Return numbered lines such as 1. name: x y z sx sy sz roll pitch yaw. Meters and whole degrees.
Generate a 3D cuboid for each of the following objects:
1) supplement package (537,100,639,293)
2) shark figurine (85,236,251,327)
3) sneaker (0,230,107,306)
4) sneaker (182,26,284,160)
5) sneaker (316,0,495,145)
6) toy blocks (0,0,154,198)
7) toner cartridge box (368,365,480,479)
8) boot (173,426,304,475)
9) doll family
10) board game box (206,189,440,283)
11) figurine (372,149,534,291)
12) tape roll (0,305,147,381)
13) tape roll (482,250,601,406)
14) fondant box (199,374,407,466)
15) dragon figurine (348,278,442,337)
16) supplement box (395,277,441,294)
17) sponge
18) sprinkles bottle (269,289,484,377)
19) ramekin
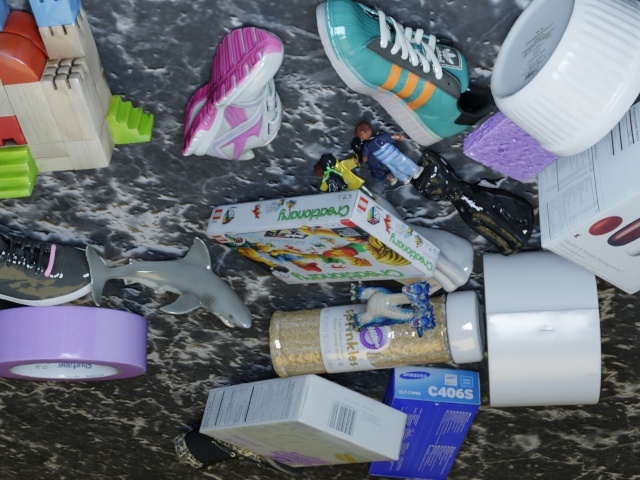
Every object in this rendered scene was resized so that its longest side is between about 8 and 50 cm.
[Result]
1. supplement package: 0.447 -0.055 1.728 0.194 0.149 0.203 25 140 -29
2. shark figurine: -0.237 0.045 1.965 0.278 0.166 0.116 15 112 -10
3. sneaker: -0.490 0.022 1.924 0.296 0.104 0.147 4 150 5
4. sneaker: -0.096 -0.189 1.622 0.111 0.103 0.252 13 150 -21
5. sneaker: 0.113 -0.228 1.547 0.121 0.108 0.302 -21 147 28
6. toy blocks: -0.433 -0.211 1.561 0.381 0.190 0.261 -5 133 8
7. toner cartridge box: 0.197 0.363 2.400 0.165 0.075 0.348 5 145 -5
8. boot: -0.166 0.428 2.509 0.236 0.085 0.179 34 137 -29
9. doll family: 0.058 -0.106 1.741 0.111 0.076 0.193 44 124 -14
10. board game box: 0.000 0.000 1.830 0.305 0.053 0.193 -5 151 45
11. figurine: 0.173 -0.034 1.842 0.209 0.092 0.215 31 136 -23
12. tape roll: -0.433 0.179 2.082 0.275 0.090 0.275 0 166 0
13. tape roll: 0.344 0.138 1.926 0.169 0.246 0.246 -2 145 6
14. fondant box: -0.036 0.343 2.297 0.238 0.096 0.330 27 155 -30
15. dragon figurine: 0.125 0.107 1.913 0.144 0.085 0.289 4 174 10
16. supplement box: 0.158 0.046 1.984 0.098 0.036 0.062 26 140 -28
17. sponge: 0.305 -0.161 1.688 0.117 0.031 0.210 22 141 -25
18. sprinkles bottle: 0.096 0.161 2.079 0.355 0.121 0.121 -7 144 13
19. ramekin: 0.296 -0.216 1.470 0.109 0.207 0.207 28 138 -18
